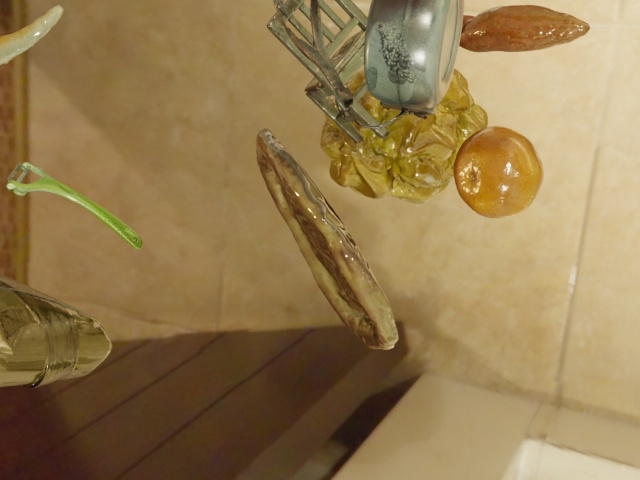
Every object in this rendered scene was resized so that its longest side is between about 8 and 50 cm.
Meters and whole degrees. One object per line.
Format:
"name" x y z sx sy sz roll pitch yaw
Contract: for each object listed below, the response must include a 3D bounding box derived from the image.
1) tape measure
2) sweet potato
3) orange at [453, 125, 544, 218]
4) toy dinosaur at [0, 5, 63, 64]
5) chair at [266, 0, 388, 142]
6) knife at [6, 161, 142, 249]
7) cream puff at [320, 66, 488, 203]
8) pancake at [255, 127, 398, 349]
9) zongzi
"tape measure" 0.014 -0.154 0.596 0.180 0.107 0.104 27 71 21
"sweet potato" 0.210 -0.243 1.010 0.202 0.055 0.058 10 140 42
"orange" 0.304 -0.115 1.487 0.159 0.136 0.159 26 121 53
"toy dinosaur" -0.229 -0.069 0.408 0.212 0.057 0.142 -43 83 -2
"chair" 0.031 -0.302 1.477 0.270 0.147 0.136 41 82 -16
"knife" -0.273 -0.038 1.002 0.166 0.078 0.022 31 115 -15
"cream puff" 0.164 -0.213 1.707 0.324 0.257 0.291 9 100 3
"pancake" 0.001 0.000 0.840 0.031 0.250 0.250 -31 89 -7
"zongzi" -0.389 0.077 1.056 0.242 0.221 0.112 45 104 24
